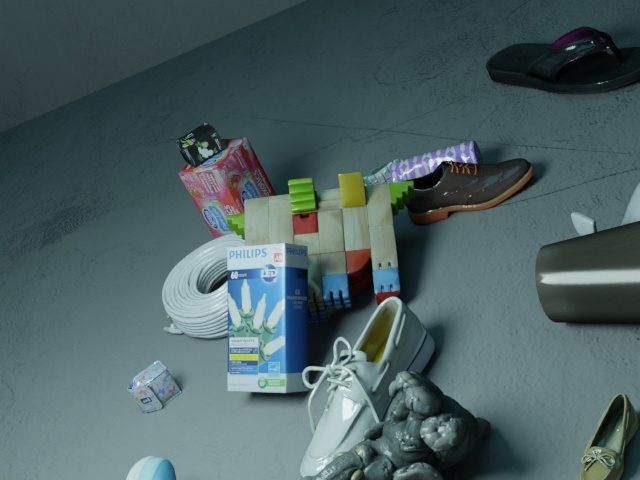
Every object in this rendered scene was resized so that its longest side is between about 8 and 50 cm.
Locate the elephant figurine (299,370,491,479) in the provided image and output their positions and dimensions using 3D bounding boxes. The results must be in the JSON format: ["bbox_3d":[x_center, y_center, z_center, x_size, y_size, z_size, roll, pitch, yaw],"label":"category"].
[{"bbox_3d":[0.103,0.316,1.372,0.239,0.186,0.169,-53,-7,6],"label":"elephant figurine"}]

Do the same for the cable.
[{"bbox_3d":[-0.207,0.090,1.998,0.257,0.089,0.257,8,53,42],"label":"cable"}]

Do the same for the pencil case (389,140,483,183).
[{"bbox_3d":[0.246,-0.147,2.029,0.206,0.086,0.088,-17,63,22],"label":"pencil case"}]

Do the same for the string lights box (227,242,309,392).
[{"bbox_3d":[-0.094,0.139,1.709,0.133,0.259,0.077,-5,-7,33],"label":"string lights box"}]

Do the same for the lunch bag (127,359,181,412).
[{"bbox_3d":[-0.321,0.285,1.834,0.083,0.071,0.053,-34,34,-16],"label":"lunch bag"}]

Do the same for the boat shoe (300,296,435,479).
[{"bbox_3d":[0.055,0.222,1.521,0.136,0.156,0.367,-9,33,47],"label":"boat shoe"}]

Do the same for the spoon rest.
[{"bbox_3d":[0.560,-0.057,1.654,0.276,0.084,0.137,-23,29,-18],"label":"spoon rest"}]

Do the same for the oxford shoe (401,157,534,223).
[{"bbox_3d":[0.293,-0.118,1.927,0.271,0.098,0.097,-20,31,14],"label":"oxford shoe"}]

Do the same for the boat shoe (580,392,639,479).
[{"bbox_3d":[0.387,0.275,1.290,0.056,0.048,0.153,4,43,43],"label":"boat shoe"}]

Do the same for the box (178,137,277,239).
[{"bbox_3d":[-0.185,-0.087,2.113,0.123,0.257,0.128,-1,39,36],"label":"box"}]

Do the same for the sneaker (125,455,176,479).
[{"bbox_3d":[-0.187,0.436,1.443,0.208,0.127,0.319,-25,39,10],"label":"sneaker"}]

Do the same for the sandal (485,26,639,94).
[{"bbox_3d":[0.548,-0.416,2.172,0.167,0.107,0.446,-43,33,-25],"label":"sandal"}]

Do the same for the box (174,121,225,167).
[{"bbox_3d":[-0.257,-0.204,2.039,0.083,0.052,0.062,-33,33,-11],"label":"box"}]

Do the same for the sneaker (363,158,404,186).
[{"bbox_3d":[0.119,-0.131,2.146,0.166,0.065,0.076,-25,13,-1],"label":"sneaker"}]

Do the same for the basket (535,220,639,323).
[{"bbox_3d":[0.463,0.052,1.480,0.227,0.154,0.204,-10,33,35],"label":"basket"}]

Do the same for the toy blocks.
[{"bbox_3d":[0.004,0.037,1.842,0.381,0.191,0.261,-6,59,5],"label":"toy blocks"}]
